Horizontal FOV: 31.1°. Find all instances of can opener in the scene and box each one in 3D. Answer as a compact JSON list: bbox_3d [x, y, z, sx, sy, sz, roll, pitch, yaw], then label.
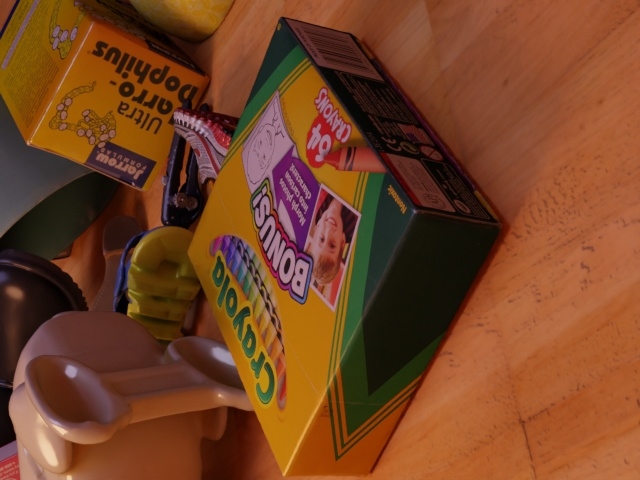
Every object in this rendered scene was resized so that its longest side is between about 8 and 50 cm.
[{"bbox_3d":[-0.187,-0.102,1.568,0.073,0.059,0.186,-2,82,61],"label":"can opener"}]

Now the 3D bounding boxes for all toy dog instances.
[{"bbox_3d":[-0.271,0.314,1.361,0.395,0.284,0.408,23,112,39],"label":"toy dog"}]

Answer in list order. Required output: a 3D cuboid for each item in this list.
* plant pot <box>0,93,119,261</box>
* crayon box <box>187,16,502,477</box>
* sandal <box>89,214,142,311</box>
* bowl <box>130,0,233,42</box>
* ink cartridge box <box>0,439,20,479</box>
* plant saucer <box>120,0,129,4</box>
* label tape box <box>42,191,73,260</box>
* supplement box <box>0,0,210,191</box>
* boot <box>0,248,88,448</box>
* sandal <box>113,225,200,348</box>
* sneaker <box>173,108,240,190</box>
[{"bbox_3d":[-0.502,-0.097,1.800,0.235,0.293,0.293,47,133,7],"label":"plant pot"},{"bbox_3d":[0.000,0.000,1.166,0.313,0.106,0.363,-65,34,28],"label":"crayon box"},{"bbox_3d":[-0.290,0.083,1.713,0.079,0.088,0.240,86,-178,-60],"label":"sandal"},{"bbox_3d":[-0.220,-0.436,1.616,0.289,0.156,0.289,-24,61,56],"label":"bowl"},{"bbox_3d":[-0.357,0.380,1.541,0.100,0.172,0.237,-10,103,61],"label":"ink cartridge box"},{"bbox_3d":[-0.337,-0.363,1.944,0.083,0.013,0.083,-23,63,56],"label":"plant saucer"},{"bbox_3d":[-0.526,-0.156,2.010,0.240,0.106,0.334,19,102,20],"label":"label tape box"},{"bbox_3d":[-0.340,-0.252,1.704,0.195,0.194,0.356,-59,35,12],"label":"supplement box"},{"bbox_3d":[-0.474,0.288,1.664,0.367,0.146,0.445,90,-167,-51],"label":"boot"},{"bbox_3d":[-0.240,0.114,1.563,0.317,0.126,0.138,-67,23,12],"label":"sandal"},{"bbox_3d":[-0.133,-0.108,1.447,0.225,0.088,0.093,39,118,57],"label":"sneaker"}]
